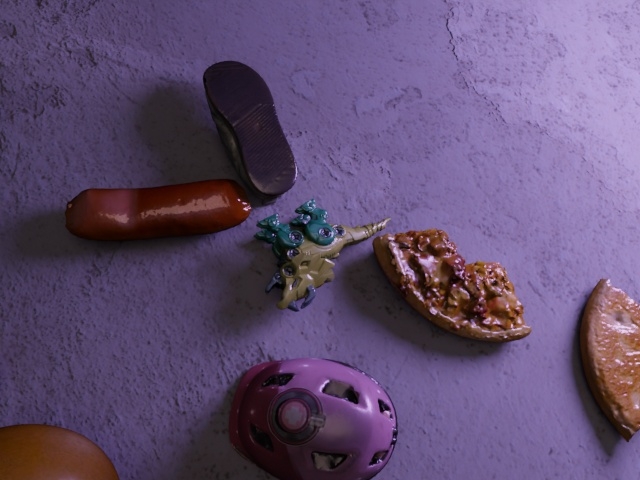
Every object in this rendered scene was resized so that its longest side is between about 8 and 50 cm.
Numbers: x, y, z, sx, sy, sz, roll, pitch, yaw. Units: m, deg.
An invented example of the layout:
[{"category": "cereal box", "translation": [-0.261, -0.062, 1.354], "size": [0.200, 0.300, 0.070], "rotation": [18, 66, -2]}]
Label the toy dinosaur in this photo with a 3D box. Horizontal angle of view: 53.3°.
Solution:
[{"category": "toy dinosaur", "translation": [0.000, 0.000, 1.072], "size": [0.259, 0.094, 0.153], "rotation": [-34, 81, -22]}]

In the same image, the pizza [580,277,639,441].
[{"category": "pizza", "translation": [0.512, 0.196, 1.086], "size": [0.135, 0.056, 0.270], "rotation": [-11, 75, -7]}]

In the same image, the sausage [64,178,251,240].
[{"category": "sausage", "translation": [-0.265, -0.047, 1.056], "size": [0.300, 0.083, 0.089], "rotation": [-5, 81, -5]}]

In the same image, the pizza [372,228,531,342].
[{"category": "pizza", "translation": [0.225, 0.069, 1.075], "size": [0.306, 0.085, 0.161], "rotation": [30, 73, 1]}]

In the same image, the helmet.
[{"category": "helmet", "translation": [-0.006, 0.274, 0.963], "size": [0.254, 0.154, 0.198], "rotation": [14, 75, -7]}]

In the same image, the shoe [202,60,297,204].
[{"category": "shoe", "translation": [-0.127, -0.186, 1.103], "size": [0.103, 0.098, 0.274], "rotation": [-16, 75, -18]}]

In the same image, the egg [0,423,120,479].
[{"category": "egg", "translation": [-0.419, 0.396, 0.810], "size": [0.351, 0.282, 0.282], "rotation": [-35, 81, -13]}]
